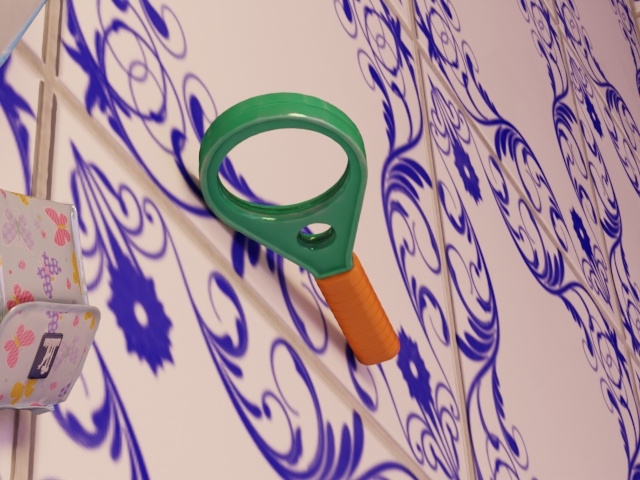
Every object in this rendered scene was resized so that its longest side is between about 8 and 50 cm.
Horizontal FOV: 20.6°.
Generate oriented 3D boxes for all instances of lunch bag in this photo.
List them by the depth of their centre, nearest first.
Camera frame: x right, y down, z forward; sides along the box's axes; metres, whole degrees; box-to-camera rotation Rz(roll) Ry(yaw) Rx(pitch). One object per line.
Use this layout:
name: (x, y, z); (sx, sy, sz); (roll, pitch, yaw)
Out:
lunch bag: (-0.123, 0.025, 0.688); (0.071, 0.053, 0.083); (17, 63, -64)

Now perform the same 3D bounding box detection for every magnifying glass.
magnifying glass: (0.000, 0.000, 1.012); (0.231, 0.092, 0.026); (62, 14, -49)

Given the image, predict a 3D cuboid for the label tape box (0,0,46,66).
label tape box: (-0.175, -0.261, 0.605); (0.347, 0.115, 0.249); (67, 33, -35)
